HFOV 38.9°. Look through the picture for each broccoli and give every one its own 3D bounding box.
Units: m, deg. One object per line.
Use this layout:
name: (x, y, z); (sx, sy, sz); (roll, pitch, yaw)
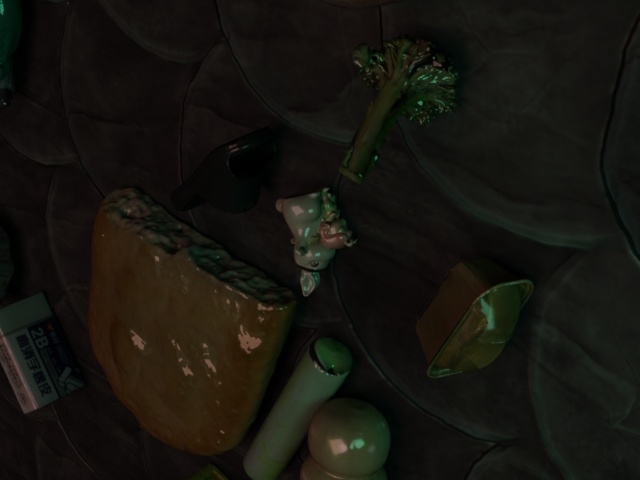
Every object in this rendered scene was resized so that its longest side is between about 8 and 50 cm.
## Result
broccoli: (0.080, -0.153, 1.081); (0.118, 0.204, 0.122); (13, 149, 40)

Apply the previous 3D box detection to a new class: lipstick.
lipstick: (-0.039, 0.270, 1.418); (0.076, 0.076, 0.304); (43, 128, 19)

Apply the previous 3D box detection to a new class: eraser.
eraser: (-0.568, 0.222, 1.801); (0.068, 0.124, 0.210); (-23, 92, 44)

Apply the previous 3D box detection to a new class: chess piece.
chess piece: (0.032, 0.377, 1.364); (0.167, 0.167, 0.299); (18, 111, 34)

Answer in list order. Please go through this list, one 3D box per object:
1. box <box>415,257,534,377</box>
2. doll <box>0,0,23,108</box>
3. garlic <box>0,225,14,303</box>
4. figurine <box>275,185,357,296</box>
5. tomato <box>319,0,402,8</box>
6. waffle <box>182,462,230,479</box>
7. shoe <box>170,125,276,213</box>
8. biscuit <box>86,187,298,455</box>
box: (0.193, 0.102, 1.145); (0.111, 0.111, 0.177); (43, 129, 19)
doll: (-0.596, -0.362, 1.574); (0.195, 0.153, 0.258); (-161, 70, -74)
garlic: (-0.749, 0.053, 1.872); (0.253, 0.245, 0.245); (166, 80, -81)
figurine: (-0.003, 0.002, 1.278); (0.098, 0.081, 0.146); (-9, 100, 41)
tomato: (0.039, -0.391, 0.996); (0.270, 0.227, 0.270); (14, 115, 32)
waffle: (-0.186, 0.512, 1.533); (0.248, 0.221, 0.055); (36, 126, 23)
shoe: (-0.130, -0.082, 1.340); (0.241, 0.108, 0.093); (-33, 86, 49)
biscuit: (-0.260, 0.156, 1.536); (0.429, 0.104, 0.446); (36, 125, 23)
